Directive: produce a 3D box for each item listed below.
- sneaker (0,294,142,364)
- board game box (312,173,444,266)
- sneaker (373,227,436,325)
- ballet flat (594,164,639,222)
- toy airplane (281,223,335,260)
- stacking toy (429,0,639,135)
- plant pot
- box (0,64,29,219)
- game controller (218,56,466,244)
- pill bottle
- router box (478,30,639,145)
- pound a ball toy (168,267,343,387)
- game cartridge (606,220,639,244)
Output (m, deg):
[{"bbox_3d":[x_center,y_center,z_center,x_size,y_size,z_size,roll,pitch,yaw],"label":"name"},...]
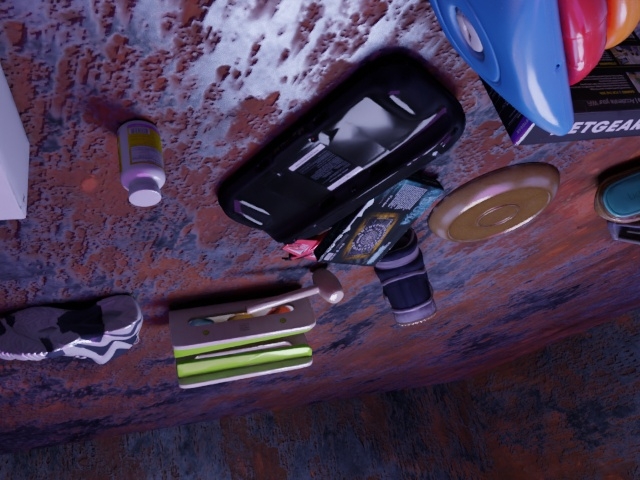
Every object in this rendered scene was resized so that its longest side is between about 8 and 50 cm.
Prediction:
[{"bbox_3d":[-0.429,0.177,0.889,0.235,0.094,0.153,-16,148,-21],"label":"sneaker"},{"bbox_3d":[0.087,-0.030,0.779,0.126,0.026,0.186,8,133,-40],"label":"board game box"},{"bbox_3d":[0.151,0.053,0.974,0.099,0.153,0.282,-20,-175,5],"label":"sneaker"},{"bbox_3d":[0.654,-0.116,0.883,0.343,0.116,0.124,-24,174,19],"label":"ballet flat"},{"bbox_3d":[0.000,0.000,0.837,0.151,0.028,0.151,-16,160,-6],"label":"toy airplane"},{"bbox_3d":[0.234,-0.240,0.361,0.302,0.165,0.175,-33,140,11],"label":"stacking toy"},{"bbox_3d":[0.307,-0.054,0.893,0.236,0.032,0.236,-13,154,-6],"label":"plant pot"},{"bbox_3d":[-0.343,-0.082,0.407,0.171,0.091,0.130,-5,152,-19],"label":"box"},{"bbox_3d":[0.018,-0.095,0.636,0.319,0.067,0.166,-32,135,32],"label":"game controller"},{"bbox_3d":[-0.181,-0.077,0.514,0.043,0.083,0.043,-12,155,-6],"label":"pill bottle"},{"bbox_3d":[0.255,-0.166,0.513,0.179,0.133,0.046,-7,153,-15],"label":"router box"},{"bbox_3d":[-0.130,0.149,0.996,0.319,0.135,0.208,-8,129,-15],"label":"pound a ball toy"},{"bbox_3d":[0.701,-0.049,0.935,0.230,0.068,0.355,-23,178,15],"label":"game cartridge"}]
